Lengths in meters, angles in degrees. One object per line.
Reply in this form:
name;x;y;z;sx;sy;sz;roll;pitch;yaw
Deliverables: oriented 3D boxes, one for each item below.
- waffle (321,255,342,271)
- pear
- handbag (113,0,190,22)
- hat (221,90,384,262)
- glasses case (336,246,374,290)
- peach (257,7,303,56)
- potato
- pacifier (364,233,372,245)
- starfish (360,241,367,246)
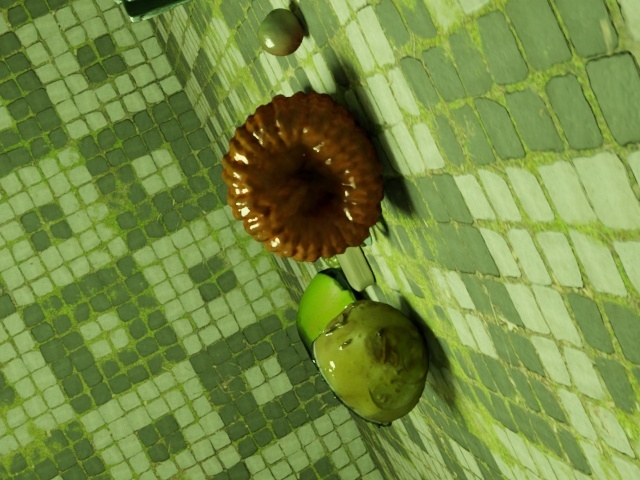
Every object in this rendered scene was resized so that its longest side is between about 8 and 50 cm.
waffle;0.000;0.000;2.236;0.183;0.036;0.169;64;170;-14
pear;0.056;0.275;2.229;0.399;0.165;0.399;55;171;13
handbag;-0.295;-0.549;1.605;0.247;0.260;0.079;59;165;24
hat;-0.055;-0.127;1.540;0.285;0.285;0.400;65;173;-16
glasses case;0.060;0.021;1.946;0.196;0.050;0.083;65;172;-12
peach;-0.068;-0.358;1.488;0.083;0.083;0.083;59;170;17
potato;0.141;0.241;1.792;0.246;0.196;0.299;62;-161;18
pacifier;0.044;-0.049;1.644;0.150;0.116;0.127;67;175;-35
starfish;0.011;-0.054;1.705;0.213;0.057;0.238;48;-150;-3
